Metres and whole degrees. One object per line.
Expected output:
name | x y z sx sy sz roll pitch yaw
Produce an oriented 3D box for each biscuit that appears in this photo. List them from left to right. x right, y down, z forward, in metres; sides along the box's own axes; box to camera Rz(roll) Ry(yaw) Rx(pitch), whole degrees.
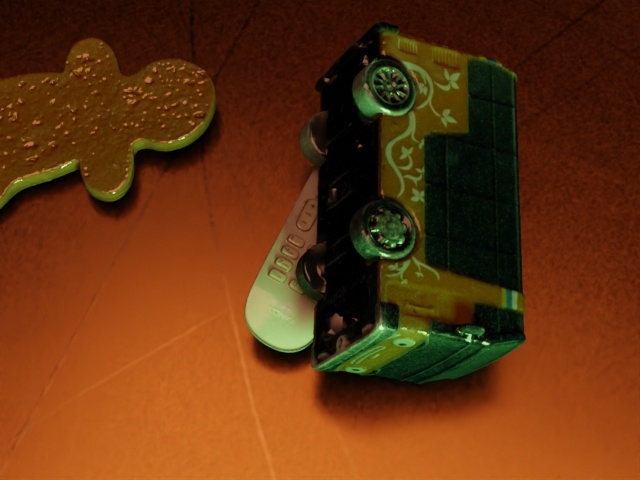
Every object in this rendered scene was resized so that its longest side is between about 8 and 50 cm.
biscuit | -0.216 -0.106 1.299 0.250 0.036 0.165 -13 69 -1

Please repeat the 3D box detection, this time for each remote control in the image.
remote control | 0.000 0.000 1.252 0.073 0.044 0.229 29 62 -5

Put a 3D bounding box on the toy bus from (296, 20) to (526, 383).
toy bus | 0.078 -0.023 1.192 0.167 0.138 0.275 13 65 -23
